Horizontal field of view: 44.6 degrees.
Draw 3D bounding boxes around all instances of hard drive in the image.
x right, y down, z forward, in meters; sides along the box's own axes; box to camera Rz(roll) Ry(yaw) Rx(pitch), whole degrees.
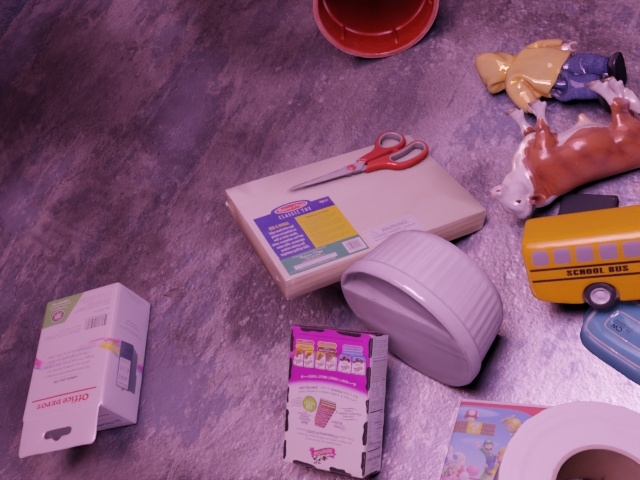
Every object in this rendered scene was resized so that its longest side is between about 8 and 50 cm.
[{"bbox_3d":[0.450,-0.019,1.337,0.094,0.022,0.135,5,64,33],"label":"hard drive"}]

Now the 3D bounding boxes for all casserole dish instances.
[{"bbox_3d":[0.486,0.149,1.200,0.114,0.037,0.188,-47,48,-5],"label":"casserole dish"}]

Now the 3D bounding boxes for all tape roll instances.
[{"bbox_3d":[0.366,0.357,1.017,0.286,0.100,0.286,0,48,0],"label":"tape roll"}]

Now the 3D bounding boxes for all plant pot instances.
[{"bbox_3d":[0.120,-0.605,1.772,0.272,0.272,0.265,-18,45,20],"label":"plant pot"}]

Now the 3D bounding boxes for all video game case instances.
[{"bbox_3d":[0.273,0.363,1.143,0.204,0.025,0.285,-2,44,30],"label":"video game case"}]

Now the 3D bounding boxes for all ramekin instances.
[{"bbox_3d":[0.173,0.101,1.273,0.273,0.273,0.127,26,64,39],"label":"ramekin"}]

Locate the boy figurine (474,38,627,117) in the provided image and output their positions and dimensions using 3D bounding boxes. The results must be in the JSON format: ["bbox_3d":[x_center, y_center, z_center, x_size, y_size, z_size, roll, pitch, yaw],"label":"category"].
[{"bbox_3d":[0.424,-0.310,1.497,0.285,0.092,0.177,12,68,36],"label":"boy figurine"}]

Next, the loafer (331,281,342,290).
[{"bbox_3d":[0.000,0.000,1.519,0.366,0.130,0.133,16,70,37],"label":"loafer"}]

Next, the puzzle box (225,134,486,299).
[{"bbox_3d":[0.060,-0.058,1.446,0.409,0.052,0.272,-18,46,-19],"label":"puzzle box"}]

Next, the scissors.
[{"bbox_3d":[0.080,-0.137,1.478,0.297,0.021,0.109,-31,53,-32],"label":"scissors"}]

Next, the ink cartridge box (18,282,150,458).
[{"bbox_3d":[-0.487,0.284,1.630,0.207,0.119,0.353,-15,53,21],"label":"ink cartridge box"}]

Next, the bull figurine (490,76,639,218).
[{"bbox_3d":[0.427,-0.161,1.351,0.310,0.101,0.188,-18,92,1],"label":"bull figurine"}]

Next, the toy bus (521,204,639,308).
[{"bbox_3d":[0.490,0.018,1.192,0.333,0.130,0.108,-8,25,25],"label":"toy bus"}]

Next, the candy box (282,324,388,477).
[{"bbox_3d":[0.026,0.265,1.316,0.159,0.071,0.233,3,87,32],"label":"candy box"}]
